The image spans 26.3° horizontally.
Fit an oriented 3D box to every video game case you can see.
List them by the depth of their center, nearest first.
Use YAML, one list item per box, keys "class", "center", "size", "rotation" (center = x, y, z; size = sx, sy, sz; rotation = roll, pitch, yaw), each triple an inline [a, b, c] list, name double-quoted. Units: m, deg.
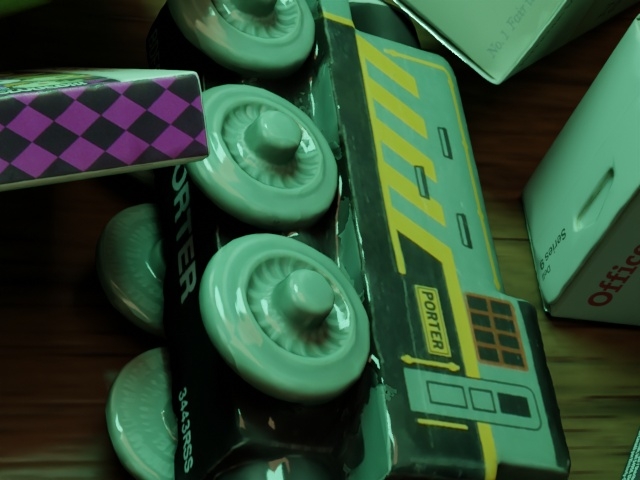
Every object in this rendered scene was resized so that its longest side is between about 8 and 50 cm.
- class: "video game case"
  center: [-0.193, -0.043, 0.577]
  size: [0.232, 0.210, 0.042]
  rotation: [-10, 101, -26]

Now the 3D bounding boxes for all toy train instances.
- class: "toy train"
  center: [0.000, 0.000, 0.656]
  size: [0.190, 0.142, 0.334]
  rotation: [13, 49, -28]

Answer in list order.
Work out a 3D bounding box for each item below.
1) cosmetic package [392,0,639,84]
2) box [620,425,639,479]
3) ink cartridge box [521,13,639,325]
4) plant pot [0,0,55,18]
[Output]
- class: "cosmetic package"
  center: [0.165, -0.215, 0.795]
  size: [0.113, 0.160, 0.309]
  rotation: [42, 37, 10]
- class: "box"
  center: [0.289, 0.127, 0.659]
  size: [0.247, 0.142, 0.163]
  rotation: [30, 52, 2]
- class: "ink cartridge box"
  center: [0.237, -0.025, 0.738]
  size: [0.212, 0.154, 0.093]
  rotation: [5, 52, -17]
- class: "plant pot"
  center: [-0.233, -0.185, 0.604]
  size: [0.293, 0.275, 0.275]
  rotation: [-30, 66, 3]
